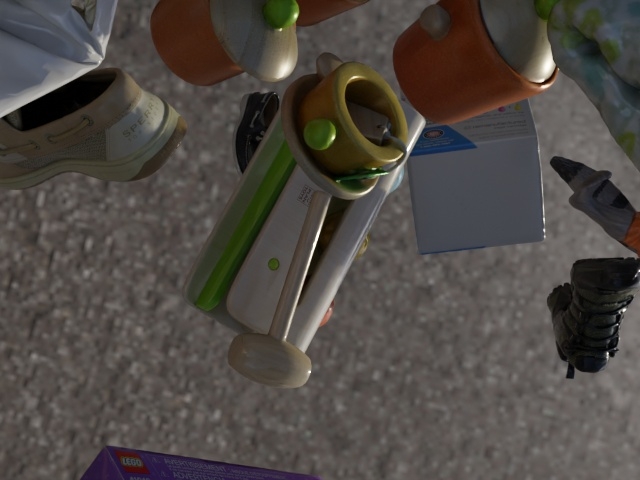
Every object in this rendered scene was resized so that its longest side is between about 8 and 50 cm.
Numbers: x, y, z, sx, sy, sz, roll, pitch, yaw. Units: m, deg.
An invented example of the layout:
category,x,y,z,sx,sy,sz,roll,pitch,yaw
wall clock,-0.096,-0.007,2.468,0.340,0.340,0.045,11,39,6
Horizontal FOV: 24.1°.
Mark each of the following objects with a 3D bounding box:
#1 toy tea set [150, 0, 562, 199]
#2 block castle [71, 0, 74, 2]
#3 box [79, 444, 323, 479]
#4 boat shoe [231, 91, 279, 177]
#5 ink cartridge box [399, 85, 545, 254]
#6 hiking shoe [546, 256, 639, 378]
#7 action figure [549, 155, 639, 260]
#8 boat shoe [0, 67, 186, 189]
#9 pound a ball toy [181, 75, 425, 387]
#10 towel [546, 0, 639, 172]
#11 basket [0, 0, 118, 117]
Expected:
category,x,y,z,sx,sy,sz,roll,pitch,yaw
toy tea set,0.045,-0.146,0.960,0.200,0.124,0.336,59,38,-5
block castle,-0.262,-0.419,1.230,0.303,0.453,0.213,-41,151,-10
box,-0.137,0.268,1.005,0.201,0.057,0.293,18,116,-46
boat shoe,-0.067,-0.114,1.609,0.125,0.038,0.046,-82,154,-45
ink cartridge box,0.199,-0.121,2.006,0.233,0.171,0.168,-91,172,-55
hiking shoe,0.317,0.089,1.687,0.227,0.086,0.114,104,-17,-72
action figure,0.399,0.007,1.558,0.330,0.178,0.341,57,36,-14
boat shoe,-0.253,-0.114,1.370,0.098,0.302,0.109,49,60,-36
pound a ball toy,0.000,0.000,1.475,0.135,0.208,0.319,32,79,-26
towel,0.367,-0.063,0.986,0.320,0.374,0.090,-29,168,-34
basket,-0.202,-0.137,0.831,0.167,0.103,0.113,-36,157,-43
